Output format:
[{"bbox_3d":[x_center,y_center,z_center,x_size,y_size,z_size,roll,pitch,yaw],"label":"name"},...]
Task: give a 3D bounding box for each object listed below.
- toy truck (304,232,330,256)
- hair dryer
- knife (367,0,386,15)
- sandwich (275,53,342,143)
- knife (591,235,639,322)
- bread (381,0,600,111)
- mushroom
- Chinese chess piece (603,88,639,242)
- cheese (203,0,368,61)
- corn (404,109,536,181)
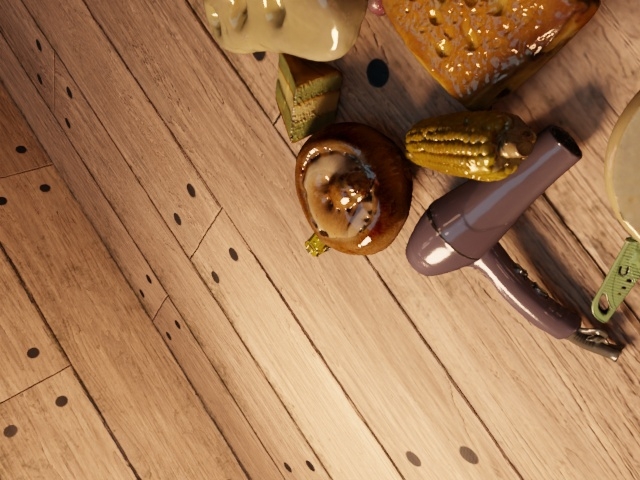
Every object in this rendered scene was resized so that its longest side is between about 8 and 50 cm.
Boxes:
[{"bbox_3d":[0.000,0.000,1.035,0.049,0.054,0.083,51,141,11],"label":"toy truck"},{"bbox_3d":[0.335,0.037,0.682,0.361,0.121,0.301,46,132,3],"label":"hair dryer"},{"bbox_3d":[0.059,-0.488,0.671,0.123,0.053,0.277,17,124,47],"label":"knife"},{"bbox_3d":[-0.066,-0.287,0.858,0.187,0.144,0.117,34,132,29],"label":"sandwich"},{"bbox_3d":[0.420,-0.014,0.566,0.043,0.020,0.292,18,118,10],"label":"knife"},{"bbox_3d":[0.210,-0.312,0.581,0.235,0.099,0.210,51,143,3],"label":"bread"},{"bbox_3d":[0.059,-0.092,0.833,0.253,0.153,0.253,21,119,43],"label":"mushroom"},{"bbox_3d":[0.432,-0.082,0.448,0.251,0.097,0.250,15,117,32],"label":"Chinese chess piece"},{"bbox_3d":[-0.072,-0.406,0.776,0.328,0.130,0.351,46,156,6],"label":"cheese"},{"bbox_3d":[0.199,-0.139,0.643,0.262,0.097,0.097,-144,37,-66],"label":"corn"}]
